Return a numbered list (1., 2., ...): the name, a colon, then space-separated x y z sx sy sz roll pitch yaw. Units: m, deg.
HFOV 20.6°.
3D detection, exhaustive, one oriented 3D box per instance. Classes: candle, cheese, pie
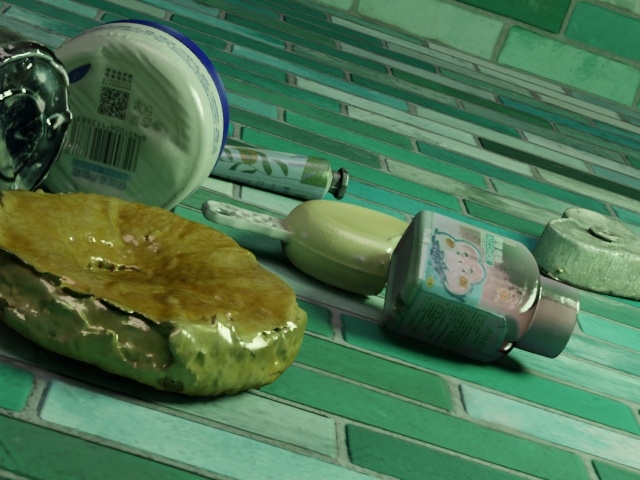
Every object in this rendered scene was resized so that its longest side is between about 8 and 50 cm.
1. candle: 0.372 0.022 2.314 0.168 0.068 0.192 25 20 14
2. candle: -0.408 -0.158 1.757 0.330 0.187 0.187 26 16 30
3. cheese: -0.005 -0.007 1.940 0.248 0.071 0.163 20 15 3
4. pie: -0.167 0.038 1.559 0.339 0.083 0.339 21 14 -5

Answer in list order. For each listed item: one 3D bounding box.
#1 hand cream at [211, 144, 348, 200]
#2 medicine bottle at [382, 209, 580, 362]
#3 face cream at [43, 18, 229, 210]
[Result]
1. hand cream: -0.092 -0.090 2.176 0.256 0.055 0.088 9 17 -13
2. medicine bottle: 0.168 0.058 1.823 0.188 0.094 0.119 19 47 -10
3. face cream: -0.205 -0.123 1.835 0.206 0.206 0.111 22 18 7
